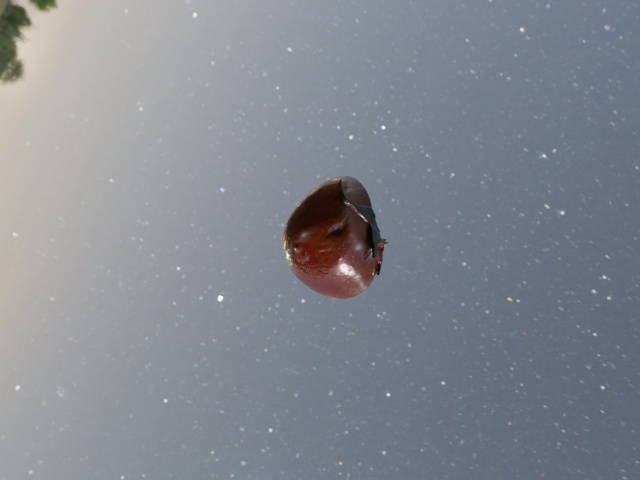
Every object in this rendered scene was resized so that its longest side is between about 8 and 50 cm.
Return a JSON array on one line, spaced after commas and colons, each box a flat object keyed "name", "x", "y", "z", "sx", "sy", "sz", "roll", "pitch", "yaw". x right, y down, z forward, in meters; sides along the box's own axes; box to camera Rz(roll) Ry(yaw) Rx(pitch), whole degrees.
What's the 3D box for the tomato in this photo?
[{"name": "tomato", "x": -0.002, "y": -0.001, "z": 1.523, "sx": 0.309, "sy": 0.170, "sz": 0.309, "roll": 1, "pitch": -89, "yaw": 47}]
